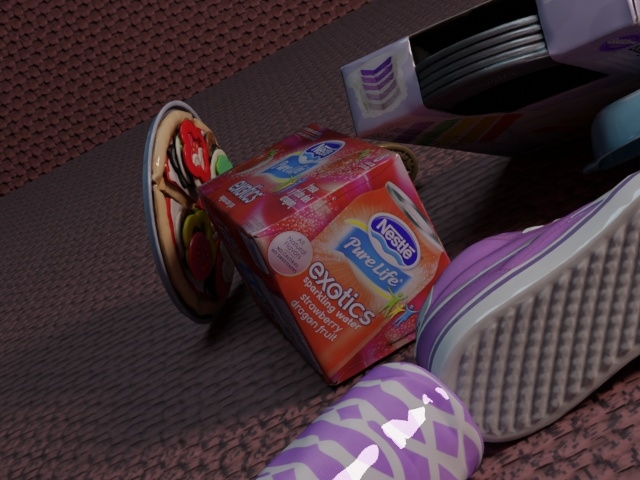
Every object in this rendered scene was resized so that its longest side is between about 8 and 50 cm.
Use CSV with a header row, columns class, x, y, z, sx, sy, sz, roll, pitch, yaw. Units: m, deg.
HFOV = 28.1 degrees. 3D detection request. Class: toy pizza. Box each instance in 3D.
class,x,y,z,sx,sy,sz,roll,pitch,yaw
toy pizza,-0.106,-0.026,1.142,0.032,0.201,0.201,-7,21,14

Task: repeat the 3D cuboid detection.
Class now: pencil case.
class,x,y,z,sx,sy,sz,roll,pitch,yaw
pencil case,-0.005,0.147,0.636,0.206,0.086,0.088,-37,-6,-34

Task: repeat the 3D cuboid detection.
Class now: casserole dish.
class,x,y,z,sx,sy,sz,roll,pitch,yaw
casserole dish,0.276,-0.106,0.956,0.188,0.037,0.114,-25,-8,10

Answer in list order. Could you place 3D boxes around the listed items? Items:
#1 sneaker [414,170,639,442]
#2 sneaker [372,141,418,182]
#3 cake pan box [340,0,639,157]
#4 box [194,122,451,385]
class,x,y,z,sx,sy,sz,roll,pitch,yaw
sneaker,0.176,-0.001,0.758,0.282,0.102,0.161,-28,12,2
sneaker,-0.003,-0.040,1.243,0.192,0.064,0.086,-34,21,-8
cake pan box,0.183,-0.139,1.013,0.246,0.070,0.267,-21,-13,33
box,0.000,0.000,0.995,0.123,0.128,0.257,-29,15,-8
